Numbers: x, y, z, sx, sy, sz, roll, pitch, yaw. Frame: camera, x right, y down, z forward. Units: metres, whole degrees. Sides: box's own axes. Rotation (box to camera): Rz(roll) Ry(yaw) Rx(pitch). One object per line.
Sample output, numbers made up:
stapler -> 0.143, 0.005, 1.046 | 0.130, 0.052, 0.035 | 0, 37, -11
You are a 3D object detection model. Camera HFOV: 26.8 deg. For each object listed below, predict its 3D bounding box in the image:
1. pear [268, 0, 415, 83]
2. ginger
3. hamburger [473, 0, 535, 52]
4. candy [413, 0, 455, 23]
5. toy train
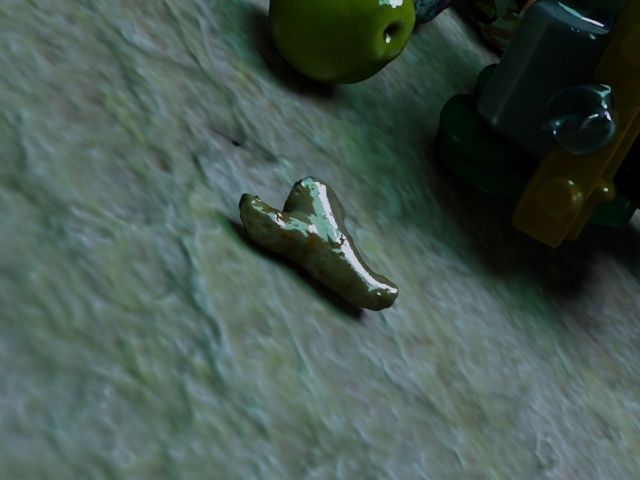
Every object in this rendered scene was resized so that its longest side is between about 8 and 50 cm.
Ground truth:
pear -> 0.011, -0.141, 0.838 | 0.092, 0.092, 0.097 | 9, 27, -50
ginger -> -0.001, -0.001, 0.684 | 0.097, 0.030, 0.048 | 33, 57, -17
hamburger -> 0.209, -0.251, 1.223 | 0.214, 0.125, 0.235 | 37, 40, -37
candy -> 0.088, -0.206, 1.083 | 0.043, 0.045, 0.175 | 27, 24, 8
toy train -> 0.237, -0.101, 0.939 | 0.249, 0.178, 0.429 | 30, 23, 6
